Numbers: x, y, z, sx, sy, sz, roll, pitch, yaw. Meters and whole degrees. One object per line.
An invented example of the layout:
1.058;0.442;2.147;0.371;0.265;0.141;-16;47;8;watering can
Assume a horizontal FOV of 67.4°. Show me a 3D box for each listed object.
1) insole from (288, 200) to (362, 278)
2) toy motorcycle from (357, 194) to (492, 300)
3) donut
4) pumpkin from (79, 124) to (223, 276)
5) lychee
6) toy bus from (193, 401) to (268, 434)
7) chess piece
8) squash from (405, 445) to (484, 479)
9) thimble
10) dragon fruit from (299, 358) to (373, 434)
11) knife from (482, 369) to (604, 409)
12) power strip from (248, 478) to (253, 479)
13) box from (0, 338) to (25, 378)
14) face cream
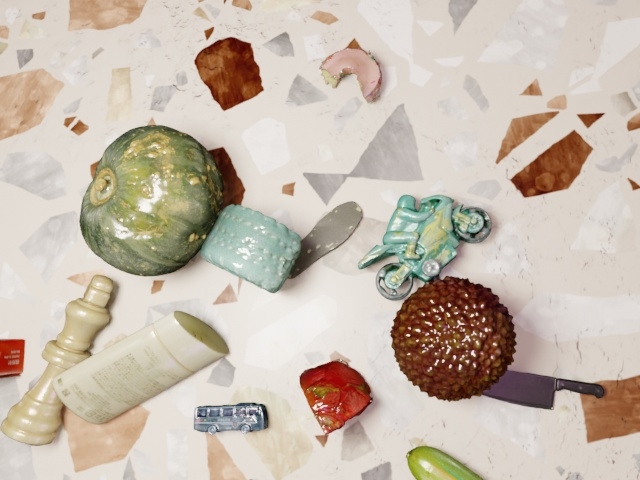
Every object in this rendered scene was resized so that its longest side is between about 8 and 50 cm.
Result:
0.000;0.000;1.145;0.248;0.011;0.081;-40;74;0;insole
0.220;-0.006;1.068;0.296;0.109;0.198;-42;74;-2;toy motorcycle
0.087;-0.415;1.182;0.166;0.065;0.117;37;88;11;donut
-0.368;-0.089;1.079;0.327;0.257;0.291;-51;53;13;pumpkin
0.271;0.191;0.944;0.271;0.271;0.271;-1;79;8;lychee
-0.202;0.401;1.081;0.166;0.047;0.065;-5;75;8;toy bus
-0.595;0.268;1.131;0.117;0.117;0.397;23;81;11;chess piece
0.262;0.488;0.978;0.188;0.095;0.095;36;86;13;squash
-0.145;0.022;1.060;0.235;0.198;0.143;20;79;45;thimble
0.028;0.319;1.013;0.120;0.161;0.127;-36;88;2;dragon fruit
0.468;0.320;1.019;0.245;0.019;0.072;5;84;12;knife
-0.097;0.634;1.019;0.168;0.054;0.253;-16;79;4;power strip
-0.836;0.288;1.148;0.182;0.133;0.099;-3;78;5;box
-0.400;0.282;1.082;0.349;0.173;0.081;-30;34;1;face cream
